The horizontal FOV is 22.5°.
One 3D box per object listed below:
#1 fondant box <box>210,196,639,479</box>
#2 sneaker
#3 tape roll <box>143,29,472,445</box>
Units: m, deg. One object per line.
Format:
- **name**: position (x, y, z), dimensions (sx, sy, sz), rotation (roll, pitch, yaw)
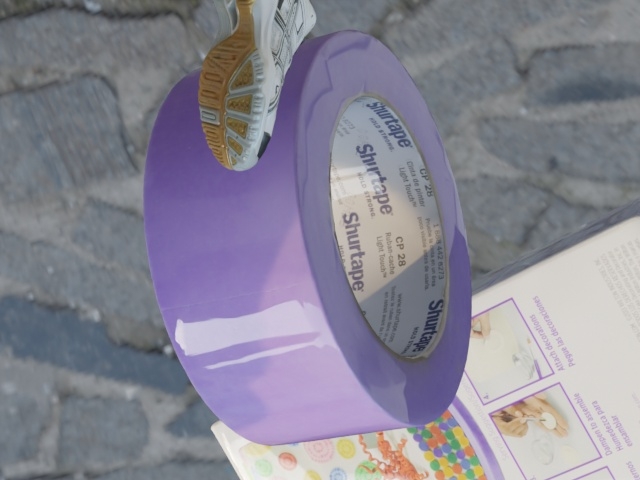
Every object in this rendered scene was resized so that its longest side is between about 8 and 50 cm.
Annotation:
- **fondant box**: position (0.129, 0.142, 0.998), dimensions (0.330, 0.096, 0.238), rotation (-29, 93, 28)
- **sneaker**: position (-0.016, -0.063, 0.521), dimensions (0.037, 0.032, 0.083), rotation (-10, 112, -44)
- **tape roll**: position (0.000, 0.000, 0.769), dimensions (0.080, 0.189, 0.189), rotation (-10, 125, 26)
